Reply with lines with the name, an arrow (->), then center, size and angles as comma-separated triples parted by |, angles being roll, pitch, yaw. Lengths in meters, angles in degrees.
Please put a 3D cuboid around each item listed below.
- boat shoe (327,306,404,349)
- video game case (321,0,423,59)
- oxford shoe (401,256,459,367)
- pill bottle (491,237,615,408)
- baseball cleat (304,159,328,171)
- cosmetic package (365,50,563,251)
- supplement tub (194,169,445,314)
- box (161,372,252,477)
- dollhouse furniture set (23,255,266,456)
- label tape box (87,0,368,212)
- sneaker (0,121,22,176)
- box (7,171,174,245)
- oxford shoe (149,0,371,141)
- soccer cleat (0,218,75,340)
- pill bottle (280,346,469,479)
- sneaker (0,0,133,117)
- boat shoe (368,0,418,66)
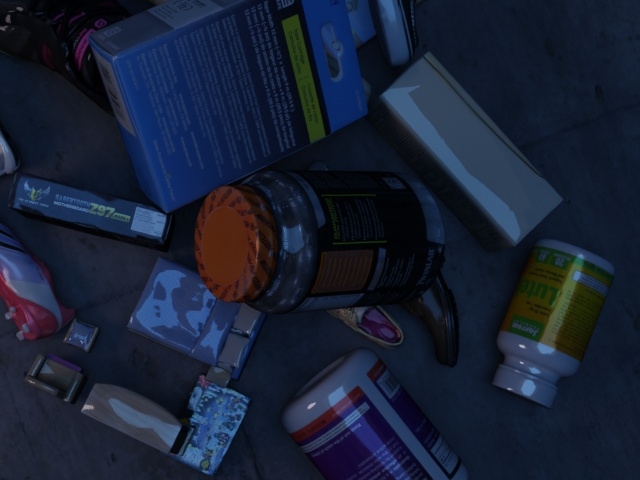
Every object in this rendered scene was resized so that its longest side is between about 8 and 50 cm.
boat shoe -> 0.065, 0.112, 1.803 | 0.170, 0.059, 0.063 | 33, 83, -3
video game case -> 0.069, -0.445, 1.863 | 0.285, 0.025, 0.204 | -38, 91, -7
oxford shoe -> 0.166, 0.096, 1.815 | 0.096, 0.083, 0.227 | -16, 86, 10
pill bottle -> 0.360, 0.133, 1.795 | 0.136, 0.136, 0.246 | 23, 84, -4
baseball cleat -> -0.076, -0.059, 1.795 | 0.109, 0.072, 0.206 | 33, 79, 4
cosmetic package -> 0.219, -0.133, 1.790 | 0.113, 0.160, 0.309 | -43, 92, -8
supplement tub -> 0.000, 0.000, 1.666 | 0.338, 0.207, 0.207 | -1, 85, -38
box -> -0.178, 0.288, 1.778 | 0.094, 0.027, 0.137 | 26, 83, -3
dollhouse furniture set -> -0.250, 0.131, 1.685 | 0.286, 0.198, 0.303 | 25, 78, 4
label tape box -> -0.121, -0.229, 1.605 | 0.347, 0.115, 0.249 | -28, 126, -20
sneaker -> -0.568, -0.182, 1.744 | 0.132, 0.086, 0.229 | -30, 90, -5
box -> -0.336, -0.040, 1.707 | 0.232, 0.183, 0.059 | 15, 84, -4
oxford shoe -> -0.124, -0.288, 1.729 | 0.449, 0.169, 0.130 | 30, 91, -23
soccer cleat -> -0.470, 0.037, 1.749 | 0.095, 0.083, 0.248 | -26, 83, -37
pill bottle -> 0.099, 0.333, 1.729 | 0.181, 0.181, 0.323 | -38, 91, -8
sneaker -> -0.350, -0.312, 1.717 | 0.482, 0.202, 0.185 | 30, 82, -4
boat shoe -> 0.129, -0.443, 1.794 | 0.119, 0.121, 0.335 | -7, 84, -2
